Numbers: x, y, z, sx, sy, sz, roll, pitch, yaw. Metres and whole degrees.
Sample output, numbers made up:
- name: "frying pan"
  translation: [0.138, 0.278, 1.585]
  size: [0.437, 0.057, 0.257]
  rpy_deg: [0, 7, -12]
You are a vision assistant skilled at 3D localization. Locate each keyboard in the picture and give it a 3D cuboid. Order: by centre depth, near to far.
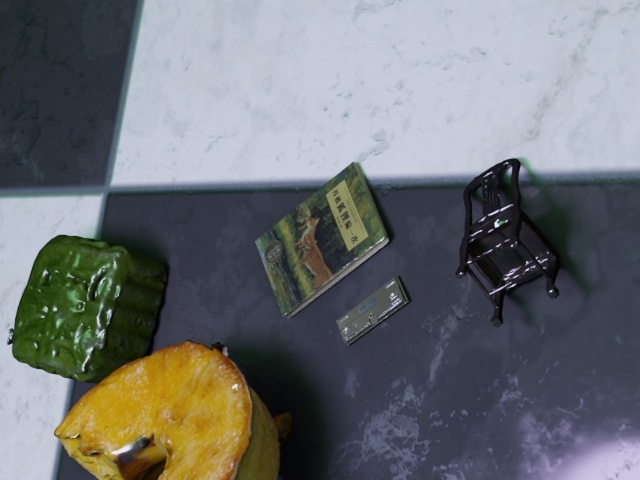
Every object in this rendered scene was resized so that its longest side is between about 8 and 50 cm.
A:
- name: "keyboard"
  translation: [0.079, 0.108, 1.755]
  size: [0.129, 0.015, 0.049]
  rpy_deg: [-39, 51, 24]

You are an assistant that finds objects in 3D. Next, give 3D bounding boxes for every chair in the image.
- name: "chair"
  translation: [0.264, -0.005, 1.605]
  size: [0.106, 0.113, 0.229]
  rpy_deg: [-30, 23, 29]

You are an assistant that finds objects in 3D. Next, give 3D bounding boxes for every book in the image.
- name: "book"
  translation: [0.000, 0.000, 1.843]
  size: [0.228, 0.024, 0.160]
  rpy_deg: [-38, 54, 25]

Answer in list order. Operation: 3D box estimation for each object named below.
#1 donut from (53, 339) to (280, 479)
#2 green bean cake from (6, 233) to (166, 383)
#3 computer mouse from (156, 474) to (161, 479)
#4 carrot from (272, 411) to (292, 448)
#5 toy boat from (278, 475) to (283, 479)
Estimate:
- name: "donut"
  translation: [-0.220, 0.366, 1.721]
  size: [0.377, 0.163, 0.435]
  rpy_deg: [-28, 40, 18]
- name: "green bean cake"
  translation: [-0.419, 0.124, 2.056]
  size: [0.247, 0.156, 0.250]
  rpy_deg: [10, 84, 38]
- name: "computer mouse"
  translation: [-0.286, 0.364, 1.946]
  size: [0.126, 0.056, 0.245]
  rpy_deg: [43, 106, 38]
- name: "carrot"
  translation: [-0.146, 0.387, 1.822]
  size: [0.314, 0.066, 0.066]
  rpy_deg: [-48, 53, 15]
- name: "toy boat"
  translation: [-0.077, 0.431, 1.754]
  size: [0.066, 0.059, 0.140]
  rpy_deg: [2, 84, 53]
